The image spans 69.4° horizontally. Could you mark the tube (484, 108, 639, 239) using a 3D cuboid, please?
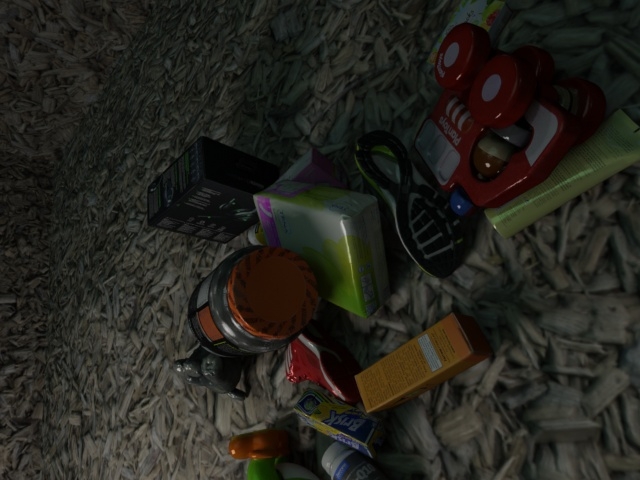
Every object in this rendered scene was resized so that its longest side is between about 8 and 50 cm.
[{"bbox_3d":[0.370,-0.091,0.705,0.240,0.062,0.070,-40,88,25],"label":"tube"}]

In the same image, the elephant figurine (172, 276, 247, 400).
[{"bbox_3d":[-0.250,0.243,1.162,0.169,0.186,0.239,7,52,12],"label":"elephant figurine"}]

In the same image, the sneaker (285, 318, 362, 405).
[{"bbox_3d":[0.002,0.276,0.961,0.221,0.087,0.128,51,130,42],"label":"sneaker"}]

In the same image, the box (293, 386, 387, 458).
[{"bbox_3d":[0.036,0.338,0.864,0.169,0.059,0.054,11,49,35],"label":"box"}]

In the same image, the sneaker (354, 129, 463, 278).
[{"bbox_3d":[0.165,-0.063,0.869,0.111,0.121,0.300,-26,74,-1],"label":"sneaker"}]

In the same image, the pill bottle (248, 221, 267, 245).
[{"bbox_3d":[-0.129,-0.021,1.171,0.116,0.065,0.065,-15,68,42],"label":"pill bottle"}]

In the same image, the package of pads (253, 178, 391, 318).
[{"bbox_3d":[0.000,0.000,0.936,0.296,0.101,0.229,18,129,45],"label":"package of pads"}]

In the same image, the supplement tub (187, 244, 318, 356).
[{"bbox_3d":[-0.146,0.131,0.955,0.338,0.207,0.207,150,124,-60],"label":"supplement tub"}]

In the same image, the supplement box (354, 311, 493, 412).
[{"bbox_3d":[0.170,0.216,0.795,0.233,0.078,0.080,-43,52,27],"label":"supplement box"}]

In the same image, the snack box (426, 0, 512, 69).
[{"bbox_3d":[0.283,-0.389,0.888,0.100,0.037,0.141,43,109,44],"label":"snack box"}]

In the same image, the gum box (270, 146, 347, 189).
[{"bbox_3d":[-0.042,-0.112,1.069,0.188,0.107,0.062,-38,32,31],"label":"gum box"}]

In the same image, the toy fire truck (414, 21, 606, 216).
[{"bbox_3d":[0.270,-0.179,0.748,0.302,0.169,0.254,-107,32,-45],"label":"toy fire truck"}]

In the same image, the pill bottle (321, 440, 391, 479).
[{"bbox_3d":[0.069,0.430,0.831,0.137,0.078,0.078,29,99,45],"label":"pill bottle"}]

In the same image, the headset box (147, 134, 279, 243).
[{"bbox_3d":[-0.273,-0.123,1.212,0.283,0.246,0.131,-30,59,37],"label":"headset box"}]

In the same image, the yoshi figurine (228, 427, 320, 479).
[{"bbox_3d":[-0.112,0.575,0.905,0.203,0.204,0.362,-48,50,45],"label":"yoshi figurine"}]
